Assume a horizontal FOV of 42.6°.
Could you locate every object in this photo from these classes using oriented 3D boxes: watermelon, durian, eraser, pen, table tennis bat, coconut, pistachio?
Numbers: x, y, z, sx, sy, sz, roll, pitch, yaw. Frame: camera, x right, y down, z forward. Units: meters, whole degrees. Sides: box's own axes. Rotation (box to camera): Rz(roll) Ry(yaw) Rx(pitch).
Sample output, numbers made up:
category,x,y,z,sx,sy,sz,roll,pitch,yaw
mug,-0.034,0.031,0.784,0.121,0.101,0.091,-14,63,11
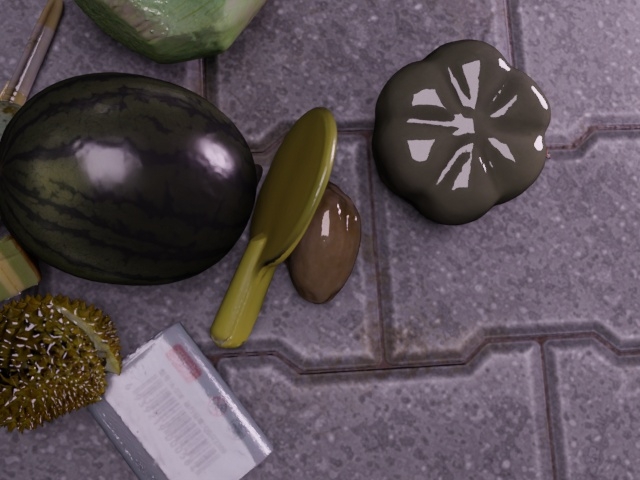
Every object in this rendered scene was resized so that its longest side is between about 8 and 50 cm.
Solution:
category,x,y,z,sx,sy,sz,roll,pitch,yaw
watermelon,-0.237,-0.077,1.079,0.359,0.279,0.279,8,77,-42
durian,-0.393,0.152,1.071,0.237,0.138,0.193,-27,58,9
eraser,-0.200,0.252,1.136,0.174,0.081,0.227,-37,88,-8
pen,-0.435,-0.259,1.215,0.040,0.032,0.233,14,76,18
table tennis bat,-0.064,-0.014,1.151,0.054,0.224,0.369,21,98,-22
coconut,-0.197,-0.422,1.147,0.328,0.281,0.328,1,82,-6
pistachio,0.000,0.000,1.195,0.126,0.108,0.185,-3,86,22

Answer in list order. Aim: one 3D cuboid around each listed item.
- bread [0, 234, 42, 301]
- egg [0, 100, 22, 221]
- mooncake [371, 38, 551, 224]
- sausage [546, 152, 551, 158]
category,x,y,z,sx,sy,sz,roll,pitch,yaw
bread,-0.433,0.007,1.107,0.074,0.139,0.084,-27,127,-8
egg,-0.481,-0.098,1.110,0.231,0.169,0.169,-43,88,-15
mooncake,0.207,-0.158,1.212,0.275,0.135,0.275,0,92,-5
sausage,0.259,-0.163,1.295,0.223,0.029,0.029,17,79,-5
